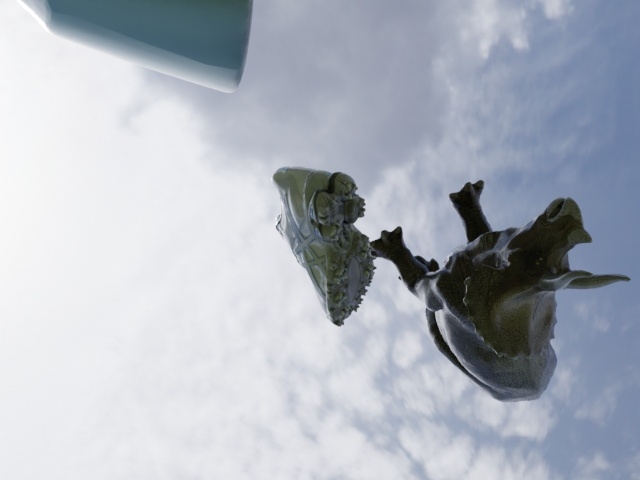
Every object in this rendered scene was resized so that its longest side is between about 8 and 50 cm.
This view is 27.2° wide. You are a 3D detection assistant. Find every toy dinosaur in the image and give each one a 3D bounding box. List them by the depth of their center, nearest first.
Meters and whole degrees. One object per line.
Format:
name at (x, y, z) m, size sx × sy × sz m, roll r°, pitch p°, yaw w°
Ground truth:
toy dinosaur at (0.127, 0.062, 1.006) m, size 0.121 × 0.313 × 0.160 m, roll -24°, pitch -122°, yaw -9°

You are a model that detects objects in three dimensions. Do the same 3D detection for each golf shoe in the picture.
golf shoe at (0.000, 0.000, 1.223) m, size 0.086 × 0.176 × 0.069 m, roll 24°, pitch -131°, yaw 33°

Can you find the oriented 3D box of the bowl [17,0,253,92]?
bowl at (-0.144, -0.262, 0.963) m, size 0.163 × 0.311 × 0.311 m, roll -3°, pitch -104°, yaw -10°
